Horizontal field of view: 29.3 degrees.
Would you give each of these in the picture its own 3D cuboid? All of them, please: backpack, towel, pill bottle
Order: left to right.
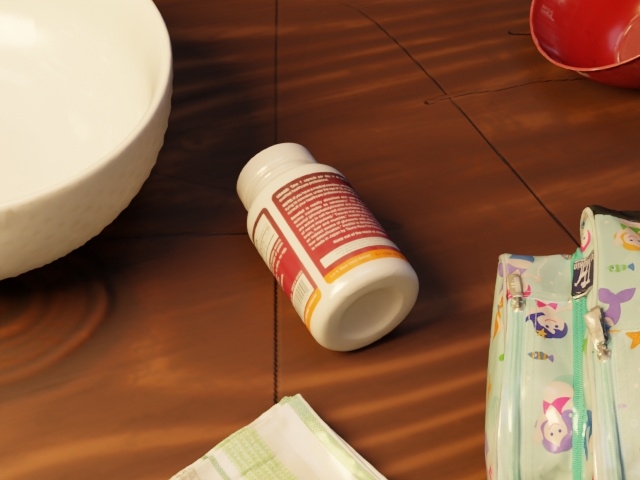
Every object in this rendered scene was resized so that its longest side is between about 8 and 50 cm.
[{"bbox_3d":[-0.035,0.168,0.763,0.152,0.023,0.113,-30,57,-34],"label":"towel"},{"bbox_3d":[0.000,0.000,0.892,0.086,0.086,0.152,-16,51,-25],"label":"pill bottle"},{"bbox_3d":[0.192,0.122,0.711,0.191,0.225,0.253,-8,42,6],"label":"backpack"}]

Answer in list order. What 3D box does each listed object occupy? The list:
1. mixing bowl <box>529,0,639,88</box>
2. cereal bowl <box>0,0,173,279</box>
[{"bbox_3d":[0.294,-0.207,1.123,0.098,0.181,0.181,37,27,-41],"label":"mixing bowl"},{"bbox_3d":[-0.276,-0.087,0.886,0.339,0.141,0.339,6,44,-6],"label":"cereal bowl"}]
